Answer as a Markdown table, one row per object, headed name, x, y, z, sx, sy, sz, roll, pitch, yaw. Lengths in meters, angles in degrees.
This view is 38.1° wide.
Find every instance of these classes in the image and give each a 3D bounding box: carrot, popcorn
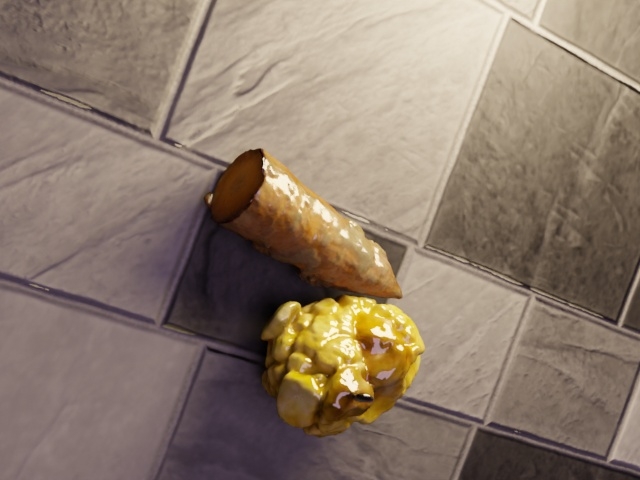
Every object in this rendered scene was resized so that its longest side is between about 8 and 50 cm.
| name | x | y | z | sx | sy | sz | roll | pitch | yaw |
| --- | --- | --- | --- | --- | --- | --- | --- | --- | --- |
| carrot | 0.000 | 0.000 | 1.041 | 0.263 | 0.102 | 0.102 | 33 | 84 | -28 |
| popcorn | 0.015 | 0.141 | 1.050 | 0.194 | 0.163 | 0.140 | -37 | 147 | -48 |
